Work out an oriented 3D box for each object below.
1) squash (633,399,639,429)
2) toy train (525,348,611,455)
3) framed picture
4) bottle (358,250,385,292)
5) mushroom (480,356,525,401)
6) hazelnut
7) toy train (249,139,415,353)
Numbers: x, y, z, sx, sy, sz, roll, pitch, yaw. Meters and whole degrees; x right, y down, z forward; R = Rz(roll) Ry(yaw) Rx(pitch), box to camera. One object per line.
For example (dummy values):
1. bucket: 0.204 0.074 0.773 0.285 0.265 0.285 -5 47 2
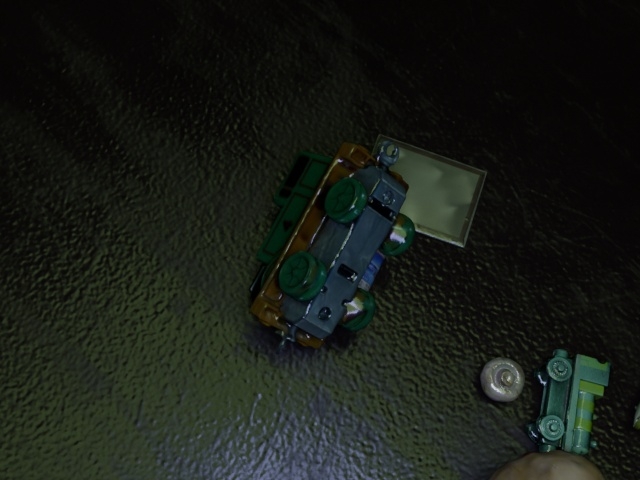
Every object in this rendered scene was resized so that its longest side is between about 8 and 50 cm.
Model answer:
1. squash: 0.702 0.269 1.997 0.169 0.093 0.252 9 62 44
2. toy train: 0.453 0.301 1.973 0.132 0.083 0.200 15 72 -5
3. framed picture: 0.195 -0.097 2.108 0.231 0.010 0.173 21 71 0
4. bottle: 0.097 0.016 2.034 0.060 0.060 0.217 25 72 2
5. mushroom: 0.334 0.254 1.981 0.084 0.067 0.083 3 77 -11
6. hazelnut: 0.381 0.476 1.813 0.261 0.241 0.261 3 98 17
7. toy train: 0.000 0.000 1.944 0.178 0.249 0.429 33 84 -41
